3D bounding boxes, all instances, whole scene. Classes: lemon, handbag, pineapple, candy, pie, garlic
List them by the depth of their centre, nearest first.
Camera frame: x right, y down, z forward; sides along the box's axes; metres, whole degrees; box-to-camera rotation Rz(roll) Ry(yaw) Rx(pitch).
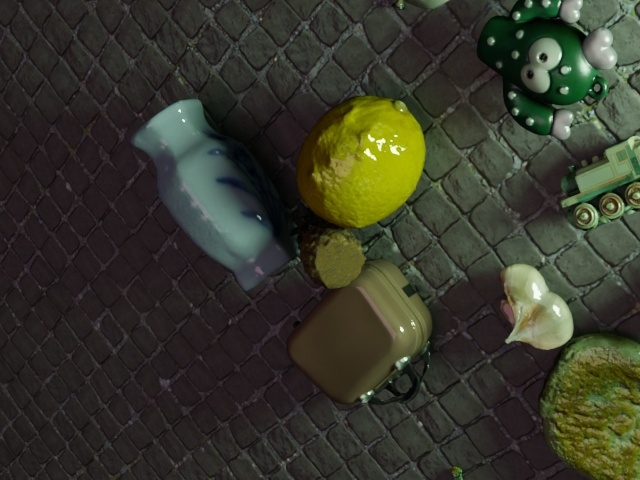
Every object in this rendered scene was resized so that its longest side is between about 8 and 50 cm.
[{"bbox_3d":[0.552,0.325,1.924,0.323,0.070,0.323,12,116,27],"label":"pie"},{"bbox_3d":[0.391,0.126,1.940,0.124,0.099,0.174,-33,87,24],"label":"garlic"},{"bbox_3d":[0.074,-0.147,1.962,0.233,0.233,0.288,47,117,10],"label":"lemon"},{"bbox_3d":[0.001,0.000,2.082,0.248,0.128,0.128,-124,34,-60],"label":"pineapple"},{"bbox_3d":[0.101,0.216,2.146,0.283,0.149,0.302,49,126,12],"label":"handbag"},{"bbox_3d":[0.302,0.516,2.205,0.083,0.025,0.023,59,172,-9],"label":"candy"}]

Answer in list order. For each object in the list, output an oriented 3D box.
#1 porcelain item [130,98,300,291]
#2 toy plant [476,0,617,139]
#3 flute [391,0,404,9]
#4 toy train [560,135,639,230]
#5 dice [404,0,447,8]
[{"bbox_3d":[-0.210,-0.098,2.182,0.178,0.242,0.405,-37,90,15],"label":"porcelain item"},{"bbox_3d":[0.383,-0.305,1.758,0.243,0.112,0.232,54,134,13],"label":"toy plant"},{"bbox_3d":[0.180,-0.523,1.867,0.027,0.027,0.233,35,125,19],"label":"flute"},{"bbox_3d":[0.499,-0.096,1.787,0.194,0.081,0.125,-24,83,41],"label":"toy train"},{"bbox_3d":[0.194,-0.568,1.632,0.277,0.304,0.304,-32,100,37],"label":"dice"}]
